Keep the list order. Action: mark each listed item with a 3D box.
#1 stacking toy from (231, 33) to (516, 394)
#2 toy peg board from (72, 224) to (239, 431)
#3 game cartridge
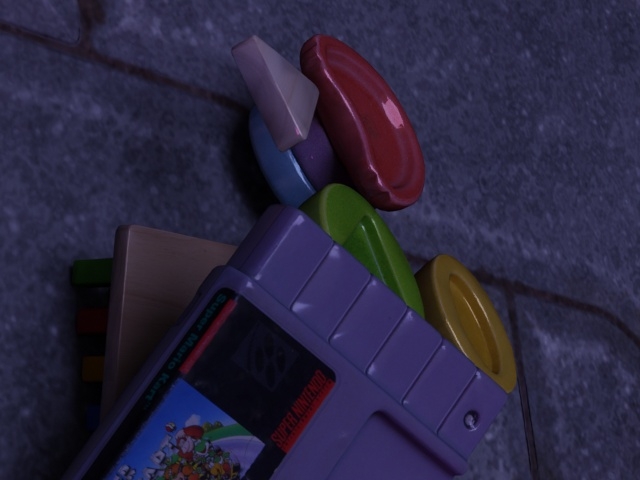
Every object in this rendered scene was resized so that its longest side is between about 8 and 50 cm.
[{"bbox_3d":[0.000,0.000,1.444,0.279,0.130,0.309,13,51,-62],"label":"stacking toy"},{"bbox_3d":[-0.108,0.082,1.349,0.161,0.079,0.161,13,78,-45],"label":"toy peg board"},{"bbox_3d":[-0.052,0.178,1.223,0.230,0.068,0.355,42,77,-32],"label":"game cartridge"}]
